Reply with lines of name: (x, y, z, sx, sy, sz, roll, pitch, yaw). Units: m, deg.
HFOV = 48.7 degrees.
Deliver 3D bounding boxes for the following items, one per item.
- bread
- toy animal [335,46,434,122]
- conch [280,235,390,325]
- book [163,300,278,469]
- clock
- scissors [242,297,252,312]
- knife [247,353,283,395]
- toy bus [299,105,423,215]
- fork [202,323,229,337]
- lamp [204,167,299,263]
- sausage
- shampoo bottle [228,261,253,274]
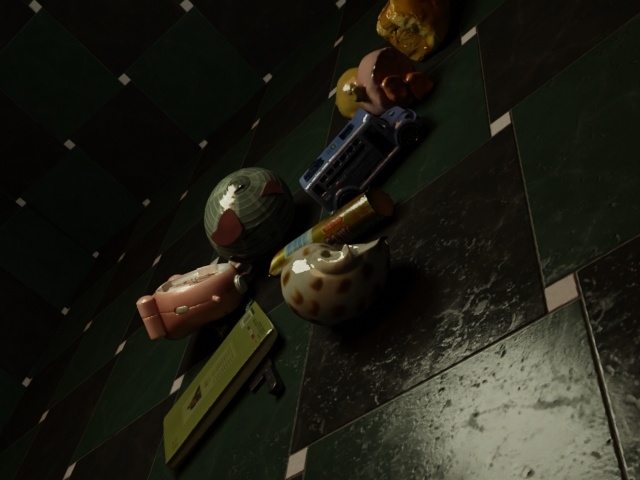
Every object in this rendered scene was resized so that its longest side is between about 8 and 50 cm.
bread: (0.272, -0.640, 1.878, 0.149, 0.195, 0.344, -35, 28, 49)
toy animal: (0.130, -0.373, 1.760, 0.195, 0.169, 0.281, -13, -4, -30)
conch: (0.020, 0.076, 1.264, 0.275, 0.183, 0.148, 175, 89, -71)
book: (-0.221, 0.298, 1.528, 0.352, 0.035, 0.239, -53, 18, 0)
clock: (-0.290, 0.148, 1.751, 0.241, 0.142, 0.227, -19, 10, 17)
scissors: (-0.174, 0.167, 1.693, 0.036, 0.006, 0.083, -44, 22, 13)
knife: (-0.120, 0.265, 1.414, 0.072, 0.019, 0.245, -54, 18, 1)
toy bus: (0.090, -0.195, 1.582, 0.292, 0.133, 0.125, -48, 21, 7)
fork: (-0.268, 0.222, 1.777, 0.219, 0.028, 0.034, -10, 53, 65)
lamp: (-0.181, -0.065, 1.778, 0.265, 0.233, 0.233, -52, 20, -23)
sausage: (0.000, 0.000, 1.523, 0.371, 0.082, 0.082, -34, 27, 38)
shampoo bottle: (-0.217, 0.069, 1.888, 0.072, 0.043, 0.099, -49, 21, 2)
